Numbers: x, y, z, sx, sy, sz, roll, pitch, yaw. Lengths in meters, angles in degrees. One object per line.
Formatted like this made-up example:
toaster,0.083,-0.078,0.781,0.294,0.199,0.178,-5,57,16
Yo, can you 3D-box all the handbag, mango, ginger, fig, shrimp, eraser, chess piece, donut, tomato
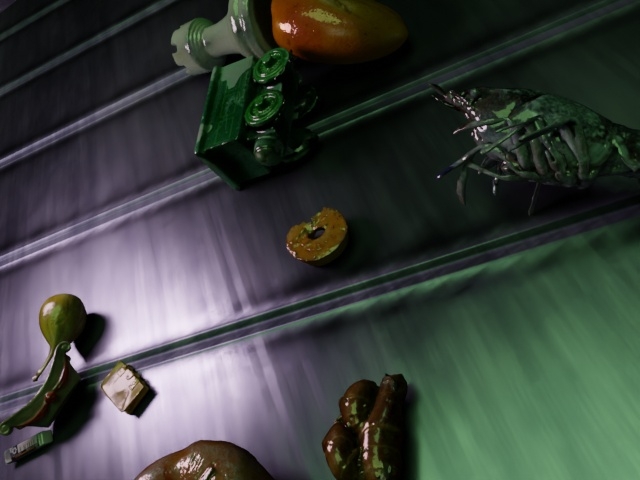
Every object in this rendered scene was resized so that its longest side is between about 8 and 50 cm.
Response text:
handbag,-0.338,0.255,0.983,0.083,0.027,0.061,29,78,37
mango,0.041,-0.415,1.115,0.257,0.187,0.138,21,116,28
ginger,0.059,0.249,0.735,0.103,0.073,0.162,4,56,16
fig,-0.500,0.186,1.091,0.093,0.093,0.166,-8,74,25
shrimp,0.318,-0.101,0.729,0.411,0.221,0.166,16,92,22
eraser,-0.525,0.371,1.019,0.099,0.019,0.027,-30,65,11
chess piece,-0.199,-0.460,1.269,0.299,0.194,0.194,-1,60,39
donut,0.000,0.000,0.942,0.108,0.043,0.097,-27,51,11
tomato,-0.139,0.339,0.723,0.214,0.180,0.155,6,58,28

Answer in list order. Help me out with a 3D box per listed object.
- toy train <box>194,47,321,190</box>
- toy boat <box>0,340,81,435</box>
toy train,-0.114,-0.245,1.098,0.202,0.145,0.266,-13,55,26
toy boat,-0.489,0.274,1.015,0.071,0.089,0.185,32,71,-6
